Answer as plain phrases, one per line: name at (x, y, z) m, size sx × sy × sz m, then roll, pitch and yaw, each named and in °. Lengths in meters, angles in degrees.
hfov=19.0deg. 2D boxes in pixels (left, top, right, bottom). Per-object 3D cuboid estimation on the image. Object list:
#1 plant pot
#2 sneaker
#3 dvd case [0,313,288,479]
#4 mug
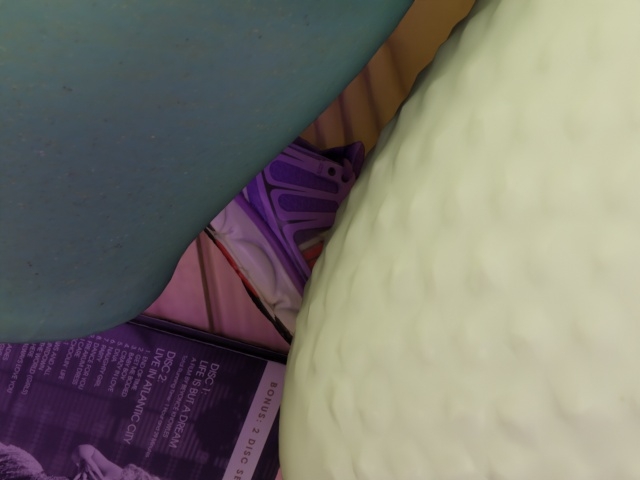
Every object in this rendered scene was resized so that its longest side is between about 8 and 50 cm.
plant pot at (-0.084, -0.117, 0.593) m, size 0.272 × 0.271 × 0.255 m, roll 16°, pitch 119°, yaw -19°
sneaker at (0.000, 0.000, 0.752) m, size 0.071 × 0.068 × 0.170 m, roll -37°, pitch 113°, yaw -5°
dvd case at (-0.131, 0.096, 0.778) m, size 0.221 × 0.018 × 0.164 m, roll 17°, pitch 103°, yaw -18°
mug at (0.185, 0.028, 0.646) m, size 0.374 × 0.276 × 0.328 m, roll 19°, pitch 129°, yaw -37°
